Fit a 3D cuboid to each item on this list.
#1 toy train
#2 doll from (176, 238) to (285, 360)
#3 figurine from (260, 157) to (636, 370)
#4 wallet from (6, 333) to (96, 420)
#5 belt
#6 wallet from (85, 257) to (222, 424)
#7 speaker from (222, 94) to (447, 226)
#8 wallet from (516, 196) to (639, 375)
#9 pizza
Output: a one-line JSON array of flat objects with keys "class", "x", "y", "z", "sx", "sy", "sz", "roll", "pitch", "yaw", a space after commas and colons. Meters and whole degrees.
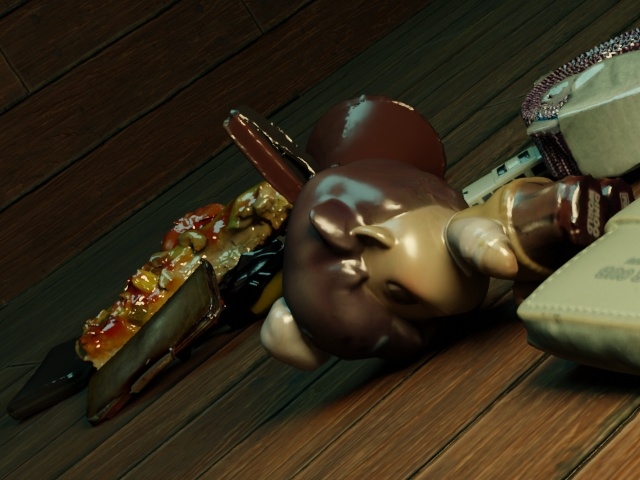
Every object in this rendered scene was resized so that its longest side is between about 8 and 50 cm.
[{"class": "toy train", "x": 0.272, "y": -0.095, "z": 1.911, "sx": 0.207, "sy": 0.047, "sz": 0.043, "roll": -30, "pitch": 23, "yaw": 13}, {"class": "doll", "x": -0.102, "y": 0.074, "z": 2.136, "sx": 0.248, "sy": 0.088, "sz": 0.127, "roll": -39, "pitch": 31, "yaw": 17}, {"class": "figurine", "x": 0.128, "y": 0.027, "z": 1.506, "sx": 0.365, "sy": 0.206, "sz": 0.218, "roll": 5, "pitch": 15, "yaw": 41}, {"class": "wallet", "x": -0.404, "y": 0.202, "z": 2.500, "sx": 0.149, "sy": 0.044, "sz": 0.250, "roll": -25, "pitch": 12, "yaw": 17}, {"class": "belt", "x": 0.381, "y": -0.170, "z": 1.733, "sx": 0.325, "sy": 0.122, "sz": 0.260, "roll": -15, "pitch": 18, "yaw": 34}, {"class": "wallet", "x": -0.230, "y": 0.146, "z": 2.119, "sx": 0.255, "sy": 0.031, "sz": 0.137, "roll": -44, "pitch": 26, "yaw": 16}, {"class": "speaker", "x": 0.025, "y": -0.080, "z": 1.959, "sx": 0.198, "sy": 0.259, "sz": 0.329, "roll": -10, "pitch": 17, "yaw": 20}, {"class": "wallet", "x": 0.338, "y": -0.009, "z": 1.263, "sx": 0.360, "sy": 0.083, "sz": 0.252, "roll": -36, "pitch": 17, "yaw": -22}, {"class": "pizza", "x": -0.159, "y": 0.004, "z": 2.308, "sx": 0.406, "sy": 0.130, "sz": 0.440, "roll": -41, "pitch": 0, "yaw": 38}]
